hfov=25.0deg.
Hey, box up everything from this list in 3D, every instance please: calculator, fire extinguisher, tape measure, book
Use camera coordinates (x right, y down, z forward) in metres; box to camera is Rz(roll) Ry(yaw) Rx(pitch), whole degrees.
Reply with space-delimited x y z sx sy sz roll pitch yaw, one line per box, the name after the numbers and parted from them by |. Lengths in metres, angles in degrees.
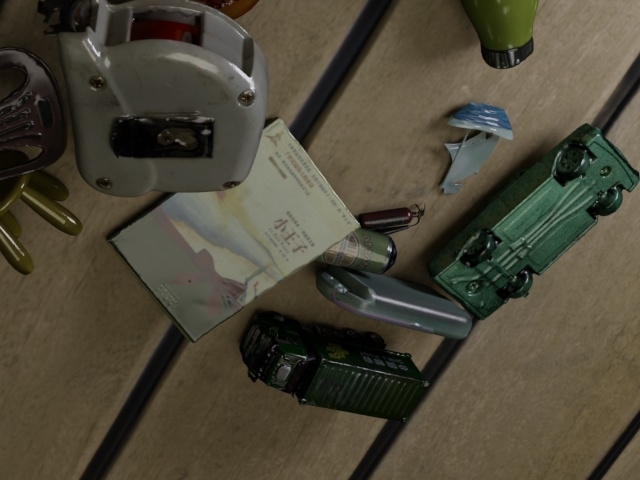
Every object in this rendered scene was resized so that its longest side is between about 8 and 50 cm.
0.108 0.086 2.068 0.246 0.141 0.045 15 102 -30 | calculator
0.105 -0.024 2.061 0.100 0.032 0.046 -7 113 -11 | fire extinguisher
-0.194 -0.170 1.733 0.265 0.130 0.258 1 136 0 | tape measure
-0.118 -0.011 1.956 0.289 0.026 0.201 -36 111 4 | book

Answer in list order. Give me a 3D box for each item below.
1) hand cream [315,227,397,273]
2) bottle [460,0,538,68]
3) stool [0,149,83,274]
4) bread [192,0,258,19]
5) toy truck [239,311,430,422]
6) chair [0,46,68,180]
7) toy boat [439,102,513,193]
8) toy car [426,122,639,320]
0.000 0.000 2.015 0.235 0.055 0.086 14 111 -16 | hand cream
0.226 -0.344 1.850 0.112 0.112 0.260 -20 127 -9 | bottle
-0.377 -0.039 1.807 0.110 0.134 0.135 45 53 -39 | stool
-0.127 -0.326 1.733 0.125 0.086 0.156 32 107 -37 | bread
0.016 0.182 2.104 0.259 0.121 0.088 14 114 -29 | toy truck
-0.481 -0.128 1.670 0.326 0.183 0.176 -27 132 -27 | chair
0.222 -0.129 2.038 0.105 0.034 0.149 -10 124 -13 | toy boat
0.303 -0.031 2.095 0.320 0.097 0.141 -43 126 10 | toy car
